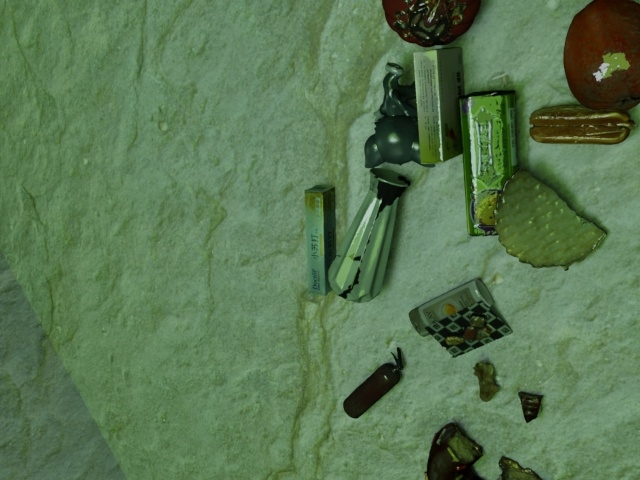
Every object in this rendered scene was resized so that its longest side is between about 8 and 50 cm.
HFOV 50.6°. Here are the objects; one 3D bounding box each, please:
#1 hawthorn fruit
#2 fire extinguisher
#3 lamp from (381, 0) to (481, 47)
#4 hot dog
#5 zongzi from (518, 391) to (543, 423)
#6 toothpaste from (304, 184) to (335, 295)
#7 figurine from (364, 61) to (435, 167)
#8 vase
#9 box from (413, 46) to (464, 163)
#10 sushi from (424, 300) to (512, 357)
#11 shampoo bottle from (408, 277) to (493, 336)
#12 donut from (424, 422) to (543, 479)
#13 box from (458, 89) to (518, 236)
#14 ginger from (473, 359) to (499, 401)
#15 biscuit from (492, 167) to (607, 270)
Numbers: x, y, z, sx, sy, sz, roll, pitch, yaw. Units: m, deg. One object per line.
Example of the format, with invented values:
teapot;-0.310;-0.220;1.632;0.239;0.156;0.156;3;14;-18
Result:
hawthorn fruit;0.604;-0.403;1.396;0.210;0.210;0.262;-16;75;35
fire extinguisher;0.164;0.425;2.012;0.267;0.072;0.089;-51;40;33
lamp;0.252;-0.547;1.549;0.227;0.227;0.226;10;111;29
hot dog;0.588;-0.260;1.523;0.236;0.062;0.092;10;110;32
zongzi;0.557;0.449;1.785;0.067;0.073;0.083;0;66;33
toothpaste;0.000;0.000;1.964;0.071;0.089;0.312;7;109;25
figurine;0.211;-0.308;1.703;0.193;0.140;0.265;7;134;12
vase;0.133;-0.011;1.843;0.165;0.165;0.360;27;114;23
box;0.291;-0.325;1.619;0.062;0.175;0.260;1;106;32
sushi;0.388;0.251;1.799;0.139;0.031;0.201;43;128;-18
shampoo bottle;0.347;0.183;1.822;0.227;0.056;0.086;-31;90;35
donut;0.434;0.693;1.888;0.345;0.136;0.259;34;117;21
box;0.411;-0.187;1.636;0.134;0.097;0.345;-3;104;17
ginger;0.447;0.377;1.832;0.057;0.044;0.137;-13;106;5
biscuit;0.513;-0.032;1.593;0.273;0.036;0.187;40;104;-6
